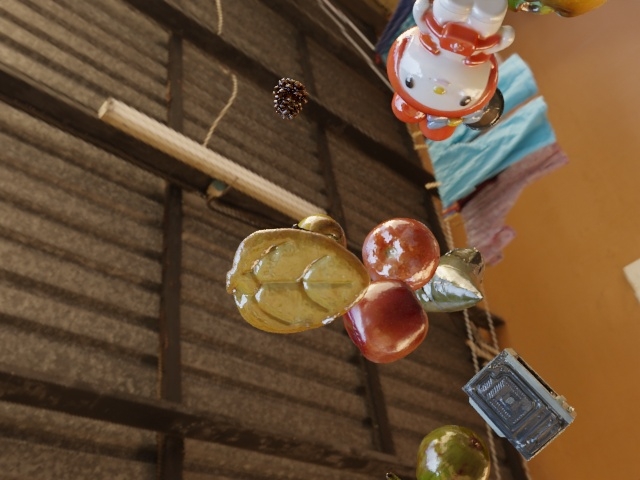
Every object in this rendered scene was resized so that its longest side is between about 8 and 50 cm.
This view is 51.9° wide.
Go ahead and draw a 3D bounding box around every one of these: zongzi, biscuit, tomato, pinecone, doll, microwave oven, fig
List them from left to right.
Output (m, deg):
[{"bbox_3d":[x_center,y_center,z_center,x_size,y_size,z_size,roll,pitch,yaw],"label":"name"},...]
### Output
[{"bbox_3d":[-0.083,-0.389,1.822,0.102,0.102,0.109,8,-101,-48],"label":"pinecone"},{"bbox_3d":[-0.040,0.073,1.182,0.041,0.260,0.202,-82,-8,-79],"label":"biscuit"},{"bbox_3d":[0.220,0.041,1.777,0.208,0.208,0.184,62,-161,18],"label":"tomato"},{"bbox_3d":[0.173,-0.238,0.927,0.161,0.290,0.129,16,-115,0],"label":"doll"},{"bbox_3d":[0.238,0.448,1.274,0.148,0.186,0.142,31,-175,-4],"label":"fig"},{"bbox_3d":[0.467,0.118,2.065,0.323,0.361,0.159,-29,-79,-30],"label":"zongzi"},{"bbox_3d":[0.449,0.368,1.491,0.208,0.162,0.122,48,-168,23],"label":"microwave oven"}]

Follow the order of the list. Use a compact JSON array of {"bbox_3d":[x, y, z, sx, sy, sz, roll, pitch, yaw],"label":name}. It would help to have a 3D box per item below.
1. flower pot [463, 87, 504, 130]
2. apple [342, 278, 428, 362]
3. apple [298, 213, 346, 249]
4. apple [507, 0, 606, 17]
[{"bbox_3d":[0.492,-0.432,2.080,0.157,0.157,0.107,60,-155,14],"label":"flower pot"},{"bbox_3d":[0.139,0.170,1.407,0.181,0.169,0.180,156,90,-88],"label":"apple"},{"bbox_3d":[0.000,0.000,1.354,0.114,0.102,0.099,41,-104,-22],"label":"apple"},{"bbox_3d":[0.583,-0.702,1.572,0.384,0.374,0.374,28,-142,-20],"label":"apple"}]
